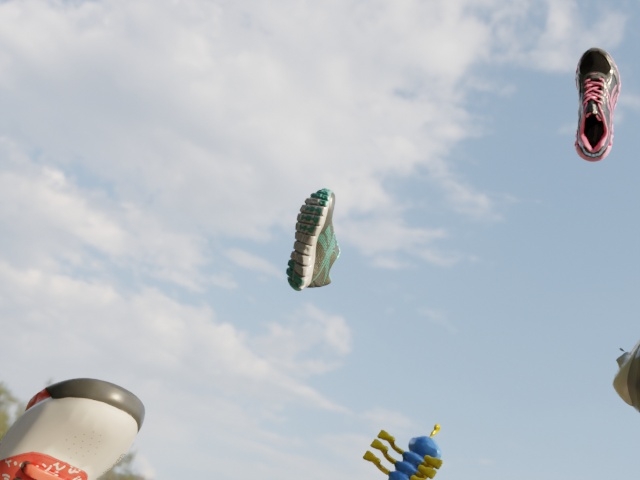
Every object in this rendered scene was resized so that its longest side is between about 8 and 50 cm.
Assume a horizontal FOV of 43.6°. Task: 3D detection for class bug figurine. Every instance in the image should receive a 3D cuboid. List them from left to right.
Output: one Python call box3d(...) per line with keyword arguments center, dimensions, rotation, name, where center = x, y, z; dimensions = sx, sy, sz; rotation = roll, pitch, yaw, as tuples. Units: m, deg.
box3d(center=(0.145, 0.321, 0.846), dimensions=(0.279, 0.216, 0.072), rotation=(23, -32, 38), name="bug figurine")

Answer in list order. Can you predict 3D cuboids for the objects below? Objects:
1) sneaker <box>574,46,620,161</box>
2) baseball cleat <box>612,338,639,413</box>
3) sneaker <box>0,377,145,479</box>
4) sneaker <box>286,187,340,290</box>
box3d(center=(0.285, -0.142, 0.828), dimensions=(0.047, 0.119, 0.057), rotation=(0, 4, 22), name="sneaker")
box3d(center=(0.342, 0.102, 0.740), dimensions=(0.072, 0.109, 0.205), rotation=(-22, -39, -21), name="baseball cleat")
box3d(center=(-0.240, 0.220, 0.626), dimensions=(0.270, 0.145, 0.090), rotation=(-33, -57, 30), name="sneaker")
box3d(center=(0.000, 0.000, 1.261), dimensions=(0.076, 0.166, 0.065), rotation=(8, 13, -38), name="sneaker")
